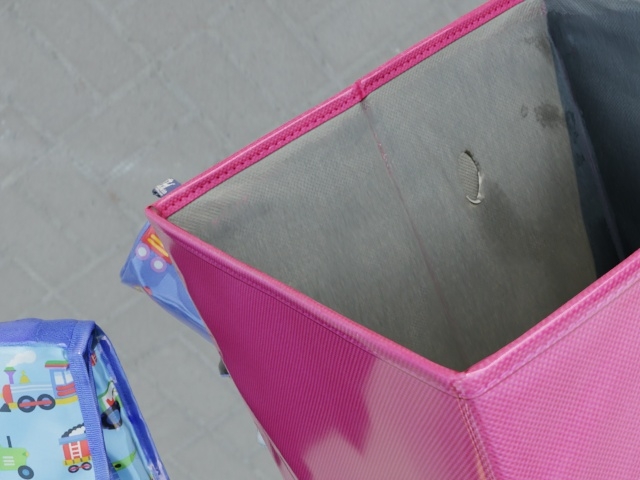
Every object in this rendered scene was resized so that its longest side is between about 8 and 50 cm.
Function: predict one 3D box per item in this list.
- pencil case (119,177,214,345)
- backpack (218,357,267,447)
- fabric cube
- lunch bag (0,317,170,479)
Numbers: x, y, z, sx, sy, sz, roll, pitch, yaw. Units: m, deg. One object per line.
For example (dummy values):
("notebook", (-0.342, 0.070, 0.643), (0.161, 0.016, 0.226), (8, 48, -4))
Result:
("pencil case", (-0.045, 0.064, 1.113), (0.306, 0.119, 0.133), (35, 73, 4))
("backpack", (0.078, 0.076, 0.928), (0.276, 0.263, 0.213), (15, 111, 34))
("fabric cube", (0.123, 0.054, 0.509), (0.259, 0.254, 0.258), (-33, 115, -19))
("lunch bag", (-0.246, 0.158, 0.860), (0.221, 0.138, 0.293), (-3, 124, 10))
